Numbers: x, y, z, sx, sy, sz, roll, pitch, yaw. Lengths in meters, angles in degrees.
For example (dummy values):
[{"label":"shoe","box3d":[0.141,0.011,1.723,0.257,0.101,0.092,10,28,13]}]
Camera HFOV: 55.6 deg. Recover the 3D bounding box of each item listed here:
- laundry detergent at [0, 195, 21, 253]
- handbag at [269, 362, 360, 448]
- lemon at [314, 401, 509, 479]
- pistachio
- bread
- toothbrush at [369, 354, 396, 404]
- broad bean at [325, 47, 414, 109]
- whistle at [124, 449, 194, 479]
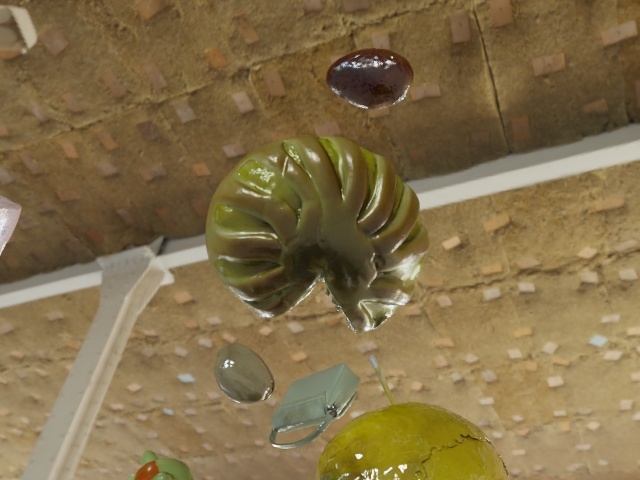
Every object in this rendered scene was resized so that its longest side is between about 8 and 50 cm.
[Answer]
[{"label":"laundry detergent","box3d":[-0.738,0.063,1.249,0.088,0.159,0.335,26,-87,11]},{"label":"handbag","box3d":[-0.026,0.414,1.462,0.079,0.219,0.256,46,-43,-11]},{"label":"lemon","box3d":[0.100,0.278,0.661,0.260,0.204,0.204,24,-44,-37]},{"label":"pistachio","box3d":[-0.168,0.293,1.322,0.149,0.113,0.113,29,-46,4]},{"label":"bread","box3d":[0.000,0.000,0.881,0.333,0.160,0.333,-3,-65,-6]},{"label":"toothbrush","box3d":[0.192,0.429,1.613,0.024,0.021,0.288,-19,-76,21]},{"label":"broad bean","box3d":[0.094,-0.306,1.147,0.165,0.084,0.114,18,-68,21]},{"label":"whistle","box3d":[-0.220,0.377,0.849,0.106,0.288,0.131,-10,-77,-25]}]
